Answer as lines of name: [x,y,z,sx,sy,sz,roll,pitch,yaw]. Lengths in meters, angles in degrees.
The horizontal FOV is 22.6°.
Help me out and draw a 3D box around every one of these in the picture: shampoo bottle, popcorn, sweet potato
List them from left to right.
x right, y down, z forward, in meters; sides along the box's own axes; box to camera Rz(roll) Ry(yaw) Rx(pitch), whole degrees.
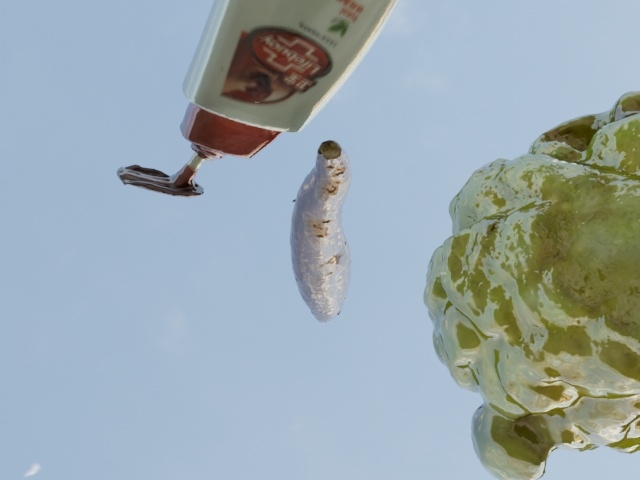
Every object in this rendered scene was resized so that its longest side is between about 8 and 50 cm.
shampoo bottle: [-0.056,-0.146,1.325,0.153,0.071,0.284,27,-73,-24]
sweet potato: [-0.001,0.001,1.415,0.057,0.264,0.057,-1,-123,1]
popcorn: [0.194,0.030,0.960,0.250,0.242,0.235,-22,-132,-23]
